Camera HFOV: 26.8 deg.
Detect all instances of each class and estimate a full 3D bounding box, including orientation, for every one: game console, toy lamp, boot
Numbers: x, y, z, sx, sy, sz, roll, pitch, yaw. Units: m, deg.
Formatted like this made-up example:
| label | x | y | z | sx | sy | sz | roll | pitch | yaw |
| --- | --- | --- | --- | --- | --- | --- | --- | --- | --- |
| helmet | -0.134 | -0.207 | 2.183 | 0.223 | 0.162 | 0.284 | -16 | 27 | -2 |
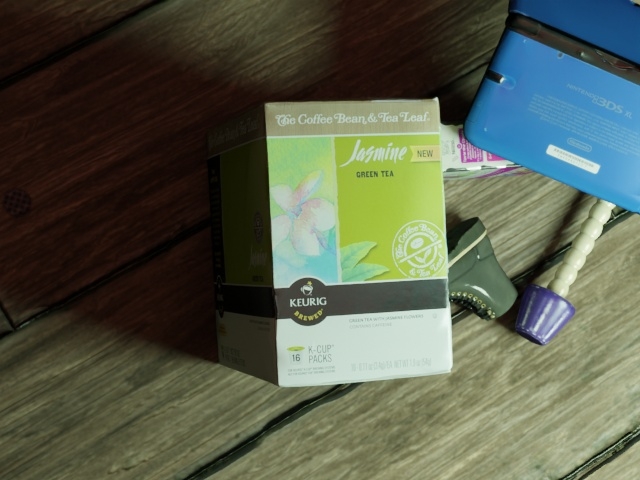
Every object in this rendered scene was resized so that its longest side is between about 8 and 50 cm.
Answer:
| label | x | y | z | sx | sy | sz | roll | pitch | yaw |
| --- | --- | --- | --- | --- | --- | --- | --- | --- | --- |
| game console | 0.350 | -0.204 | 1.760 | 0.293 | 0.173 | 0.250 | 22 | 101 | -7 |
| toy lamp | 0.358 | 0.020 | 1.888 | 0.080 | 0.080 | 0.275 | 34 | 78 | -13 |
| boot | 0.187 | 0.077 | 1.824 | 0.198 | 0.077 | 0.137 | -40 | 105 | -26 |

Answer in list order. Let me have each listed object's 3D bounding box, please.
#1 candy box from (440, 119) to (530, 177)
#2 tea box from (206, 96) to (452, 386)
| label | x | y | z | sx | sy | sz | roll | pitch | yaw |
| --- | --- | --- | --- | --- | --- | --- | --- | --- | --- |
| candy box | 0.192 | -0.121 | 1.798 | 0.233 | 0.159 | 0.071 | -5 | 88 | -17 |
| tea box | 0.000 | 0.000 | 1.652 | 0.220 | 0.329 | 0.323 | -4 | 91 | -16 |
